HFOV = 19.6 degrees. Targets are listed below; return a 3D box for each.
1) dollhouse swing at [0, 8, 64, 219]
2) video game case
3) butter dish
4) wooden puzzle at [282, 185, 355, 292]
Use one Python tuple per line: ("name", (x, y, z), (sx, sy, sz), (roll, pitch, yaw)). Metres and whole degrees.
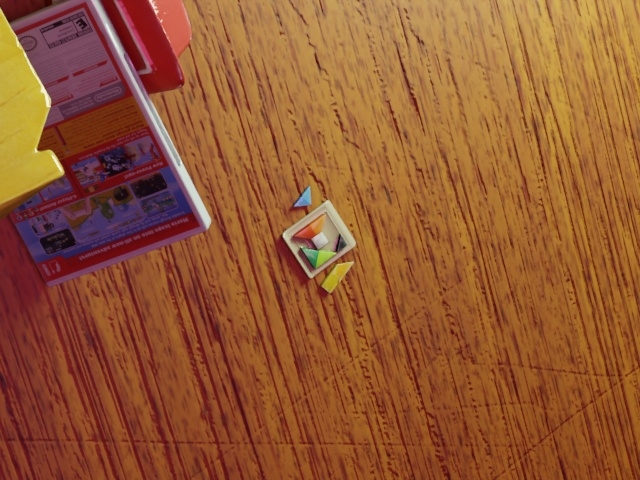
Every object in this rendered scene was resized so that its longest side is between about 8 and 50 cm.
("dollhouse swing", (-0.481, -0.113, 1.732), (0.315, 0.305, 0.347), (-28, 87, -33))
("video game case", (-0.266, -0.104, 1.970), (0.204, 0.025, 0.285), (-19, 110, 17))
("butter dish", (-0.197, -0.245, 1.980), (0.118, 0.160, 0.160), (-42, 115, -37))
("wooden puzzle", (0.000, 0.000, 2.167), (0.078, 0.014, 0.116), (-44, 113, -10))
